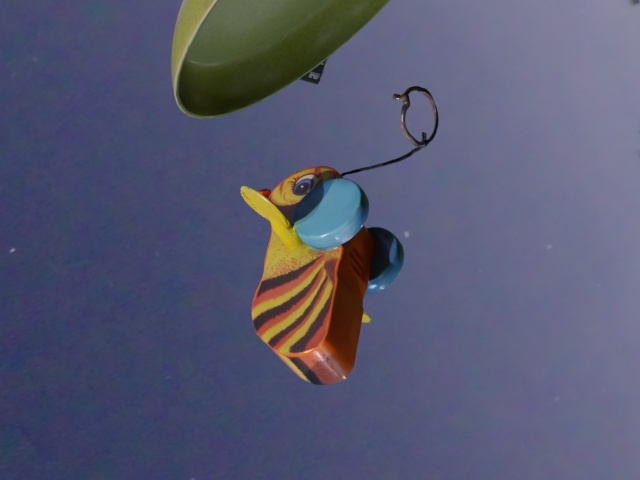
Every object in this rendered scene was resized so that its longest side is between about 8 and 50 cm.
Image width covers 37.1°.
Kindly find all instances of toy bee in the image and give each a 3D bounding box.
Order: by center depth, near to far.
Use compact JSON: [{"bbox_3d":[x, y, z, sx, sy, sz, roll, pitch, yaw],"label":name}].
[{"bbox_3d":[0.000,0.000,0.904,0.298,0.162,0.195,-48,-55,-45],"label":"toy bee"}]

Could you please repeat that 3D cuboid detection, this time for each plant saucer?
[{"bbox_3d":[-0.007,-0.173,0.614,0.037,0.241,0.241,50,-144,7],"label":"plant saucer"}]

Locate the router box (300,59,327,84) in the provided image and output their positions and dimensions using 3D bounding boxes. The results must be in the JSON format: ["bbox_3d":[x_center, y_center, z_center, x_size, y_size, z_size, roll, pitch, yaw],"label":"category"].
[{"bbox_3d":[-0.033,-0.244,1.145,0.122,0.038,0.092,1,-68,-57],"label":"router box"}]
